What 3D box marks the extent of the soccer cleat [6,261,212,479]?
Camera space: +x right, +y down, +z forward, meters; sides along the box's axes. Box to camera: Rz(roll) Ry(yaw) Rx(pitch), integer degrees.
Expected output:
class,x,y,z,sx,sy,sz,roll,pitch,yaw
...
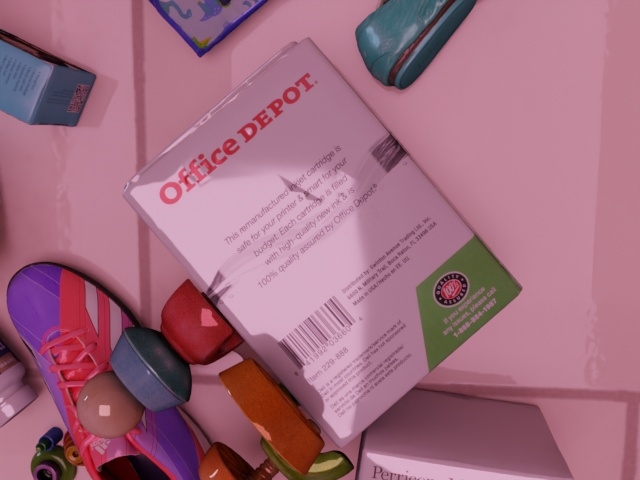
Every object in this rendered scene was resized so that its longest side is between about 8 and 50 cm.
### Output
class,x,y,z,sx,sy,sz,roll,pitch,yaw
soccer cleat,-0.212,0.160,0.736,0.108,0.116,0.318,-33,93,10

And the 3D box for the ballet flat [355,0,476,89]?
class,x,y,z,sx,sy,sz,roll,pitch,yaw
ballet flat,0.125,-0.248,0.666,0.247,0.083,0.087,-44,77,8

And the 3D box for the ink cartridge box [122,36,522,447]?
class,x,y,z,sx,sy,sz,roll,pitch,yaw
ink cartridge box,0.000,0.000,0.675,0.211,0.121,0.289,-40,92,-2

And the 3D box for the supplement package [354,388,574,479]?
class,x,y,z,sx,sy,sz,roll,pitch,yaw
supplement package,0.111,0.308,0.693,0.177,0.175,0.293,7,98,6

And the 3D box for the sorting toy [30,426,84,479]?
class,x,y,z,sx,sy,sz,roll,pitch,yaw
sorting toy,-0.278,0.232,0.791,0.102,0.042,0.061,-39,92,10

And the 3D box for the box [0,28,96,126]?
class,x,y,z,sx,sy,sz,roll,pitch,yaw
box,-0.351,-0.189,0.711,0.244,0.100,0.060,26,99,2

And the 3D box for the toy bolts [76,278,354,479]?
class,x,y,z,sx,sy,sz,roll,pitch,yaw
toy bolts,-0.109,0.158,0.631,0.158,0.218,0.228,-41,73,-7

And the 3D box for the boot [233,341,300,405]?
class,x,y,z,sx,sy,sz,roll,pitch,yaw
boot,-0.058,0.132,0.755,0.118,0.042,0.087,0,100,6

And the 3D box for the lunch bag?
class,x,y,z,sx,sy,sz,roll,pitch,yaw
lunch bag,-0.114,-0.267,0.684,0.128,0.096,0.151,-39,107,7

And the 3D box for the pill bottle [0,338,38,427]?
class,x,y,z,sx,sy,sz,roll,pitch,yaw
pill bottle,-0.353,0.134,0.773,0.067,0.067,0.120,-40,92,10
